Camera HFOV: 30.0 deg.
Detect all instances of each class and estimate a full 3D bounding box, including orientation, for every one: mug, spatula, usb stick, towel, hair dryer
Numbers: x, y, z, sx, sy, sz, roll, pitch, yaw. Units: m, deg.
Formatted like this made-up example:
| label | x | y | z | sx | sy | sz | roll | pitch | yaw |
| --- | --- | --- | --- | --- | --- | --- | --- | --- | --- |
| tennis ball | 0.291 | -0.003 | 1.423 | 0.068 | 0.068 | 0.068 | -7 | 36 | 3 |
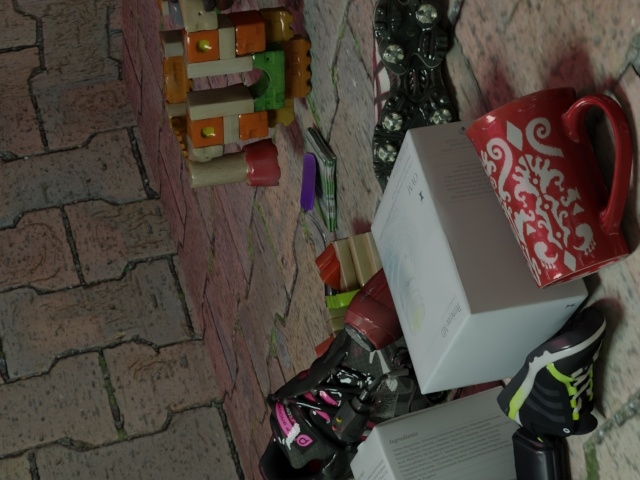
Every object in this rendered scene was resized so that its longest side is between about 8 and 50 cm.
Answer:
| label | x | y | z | sx | sy | sz | roll | pitch | yaw |
| --- | --- | --- | --- | --- | --- | --- | --- | --- | --- |
| mug | 0.223 | -0.051 | 1.123 | 0.150 | 0.113 | 0.169 | 127 | 125 | -72 |
| spatula | 0.000 | 0.000 | 2.027 | 0.084 | 0.030 | 0.296 | -162 | 59 | -74 |
| usb stick | 0.269 | 0.350 | 1.405 | 0.077 | 0.045 | 0.278 | 20 | 122 | 62 |
| towel | 0.003 | -0.104 | 2.027 | 0.113 | 0.023 | 0.152 | -118 | 19 | -49 |
| hair dryer | 0.114 | 0.112 | 1.535 | 0.080 | 0.224 | 0.293 | 30 | 112 | 38 |

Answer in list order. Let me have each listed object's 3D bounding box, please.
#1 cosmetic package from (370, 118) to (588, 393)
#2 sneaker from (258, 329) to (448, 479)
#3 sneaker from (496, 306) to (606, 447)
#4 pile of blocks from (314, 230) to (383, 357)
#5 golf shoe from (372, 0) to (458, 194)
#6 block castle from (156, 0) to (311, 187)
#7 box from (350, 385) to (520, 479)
| label | x | y | z | sx | sy | sz | roll | pitch | yaw |
| --- | --- | --- | --- | --- | --- | --- | --- | --- | --- |
| cosmetic package | 0.163 | 0.020 | 1.312 | 0.224 | 0.138 | 0.224 | 106 | 150 | -61 |
| sneaker | 0.037 | 0.241 | 1.737 | 0.185 | 0.202 | 0.482 | 49 | 141 | 24 |
| sneaker | 0.263 | 0.151 | 1.247 | 0.097 | 0.084 | 0.234 | 48 | 157 | 16 |
| pile of blocks | 0.051 | 0.156 | 1.888 | 0.149 | 0.113 | 0.362 | -136 | 36 | -63 |
| golf shoe | 0.112 | -0.181 | 1.471 | 0.120 | 0.105 | 0.272 | -99 | 8 | -69 |
| block castle | -0.151 | -0.336 | 2.036 | 0.303 | 0.213 | 0.453 | -116 | 22 | -51 |
| box | 0.151 | 0.287 | 1.515 | 0.181 | 0.182 | 0.119 | 109 | 143 | -63 |
